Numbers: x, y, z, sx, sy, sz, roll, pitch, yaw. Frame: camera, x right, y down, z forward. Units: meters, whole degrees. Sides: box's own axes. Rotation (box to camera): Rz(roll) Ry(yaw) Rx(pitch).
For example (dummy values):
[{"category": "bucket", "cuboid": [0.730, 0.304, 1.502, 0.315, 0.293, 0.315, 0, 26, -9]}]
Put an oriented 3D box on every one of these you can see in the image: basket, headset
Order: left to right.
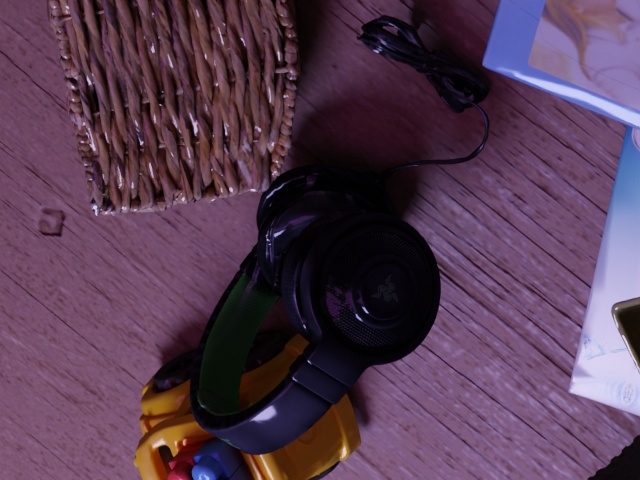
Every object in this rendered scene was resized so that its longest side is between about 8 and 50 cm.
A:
[{"category": "basket", "cuboid": [-0.132, -0.203, 1.643, 0.214, 0.223, 0.299, -11, 113, -3]}, {"category": "headset", "cuboid": [0.000, 0.000, 1.601, 0.185, 0.243, 0.394, 35, 100, -24]}]

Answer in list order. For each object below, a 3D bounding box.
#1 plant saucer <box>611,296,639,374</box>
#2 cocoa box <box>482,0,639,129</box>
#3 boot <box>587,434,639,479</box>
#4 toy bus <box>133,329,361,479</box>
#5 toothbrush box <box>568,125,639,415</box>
[{"category": "plant saucer", "cuboid": [0.349, 0.098, 1.421, 0.188, 0.045, 0.188, -17, 109, 33]}, {"category": "cocoa box", "cuboid": [0.292, -0.266, 1.298, 0.231, 0.228, 0.347, 24, 124, 15]}, {"category": "boot", "cuboid": [0.335, 0.296, 1.657, 0.236, 0.089, 0.269, -30, 122, 0]}, {"category": "toy bus", "cuboid": [-0.104, 0.207, 1.775, 0.220, 0.211, 0.149, -15, 109, 35]}, {"category": "toothbrush box", "cuboid": [0.343, 0.012, 1.485, 0.216, 0.126, 0.295, 19, 124, 17]}]
